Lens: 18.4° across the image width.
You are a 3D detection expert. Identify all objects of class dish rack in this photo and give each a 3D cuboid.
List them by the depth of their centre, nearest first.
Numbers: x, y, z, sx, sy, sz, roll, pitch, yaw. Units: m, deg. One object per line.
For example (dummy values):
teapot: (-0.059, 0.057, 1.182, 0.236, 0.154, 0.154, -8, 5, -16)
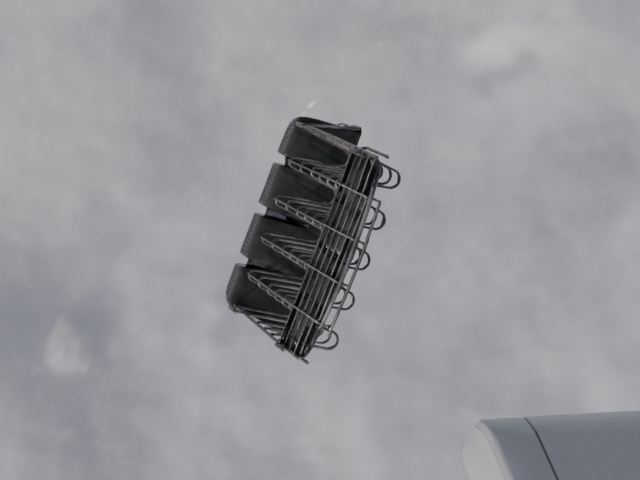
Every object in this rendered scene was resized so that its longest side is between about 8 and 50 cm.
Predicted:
dish rack: (0.000, 0.000, 1.733, 0.074, 0.271, 0.208, 18, 94, -20)

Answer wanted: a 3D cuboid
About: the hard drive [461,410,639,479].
hard drive: (0.288, 0.212, 1.293, 0.353, 0.047, 0.233, 0, 49, -28)
